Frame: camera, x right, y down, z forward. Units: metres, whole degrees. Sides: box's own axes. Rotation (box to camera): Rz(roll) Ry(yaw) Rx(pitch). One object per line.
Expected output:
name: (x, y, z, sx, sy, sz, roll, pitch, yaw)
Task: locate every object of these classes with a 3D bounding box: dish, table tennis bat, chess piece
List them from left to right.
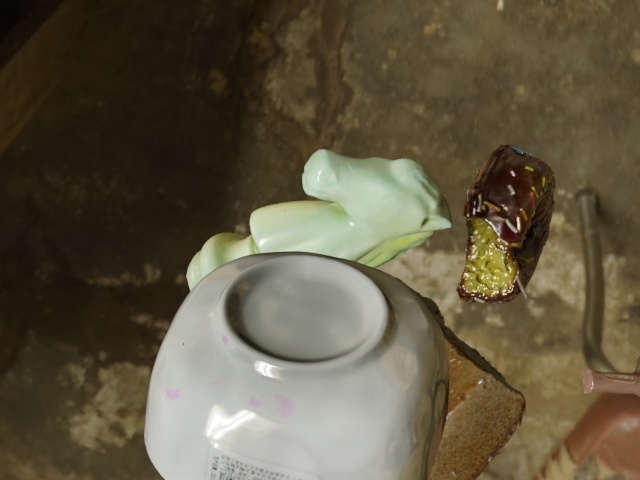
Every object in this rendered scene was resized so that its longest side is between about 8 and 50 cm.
dish: (-0.015, 0.096, 0.945, 0.256, 0.256, 0.117, 7, 129, 5)
chess piece: (0.000, 0.000, 1.394, 0.298, 0.175, 0.176, -39, 110, 23)
table tennis bat: (0.307, 0.157, 1.185, 0.170, 0.107, 0.119, 6, 153, -20)

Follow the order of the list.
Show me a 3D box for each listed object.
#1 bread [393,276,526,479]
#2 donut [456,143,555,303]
bread: (0.134, 0.185, 1.600, 0.113, 0.416, 0.165, 35, 96, -19)
donut: (0.265, -0.019, 1.687, 0.096, 0.216, 0.230, 15, 117, 22)
